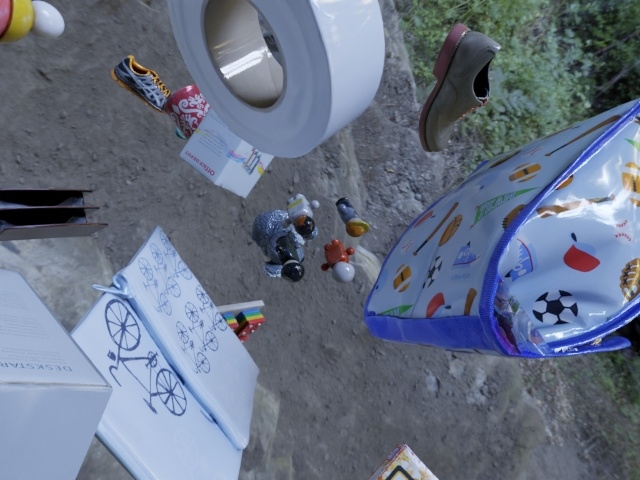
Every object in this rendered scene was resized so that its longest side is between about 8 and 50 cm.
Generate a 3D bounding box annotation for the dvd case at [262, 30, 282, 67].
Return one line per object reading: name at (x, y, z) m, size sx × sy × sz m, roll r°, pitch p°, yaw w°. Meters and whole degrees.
dvd case at (-0.069, -0.460, 1.185) m, size 0.180 × 0.253 × 0.022 m, roll 41°, pitch 85°, yaw -31°

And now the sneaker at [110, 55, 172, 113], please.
sneaker at (-0.491, -0.445, 1.347) m, size 0.215 × 0.084 × 0.083 m, roll 30°, pitch 122°, yaw -30°

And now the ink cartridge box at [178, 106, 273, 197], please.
ink cartridge box at (-0.191, -0.207, 1.021) m, size 0.128 × 0.127 × 0.176 m, roll 38°, pitch 95°, yaw 25°

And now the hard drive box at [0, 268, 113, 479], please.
hard drive box at (-0.283, 0.078, 0.310) m, size 0.181 × 0.232 × 0.089 m, roll 24°, pitch 89°, yaw -48°

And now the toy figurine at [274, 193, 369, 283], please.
toy figurine at (0.000, 0.000, 1.155) m, size 0.213 × 0.148 × 0.209 m, roll 6°, pitch 124°, yaw -19°

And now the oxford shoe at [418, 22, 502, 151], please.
oxford shoe at (0.330, -0.333, 1.126) m, size 0.130 × 0.348 × 0.123 m, roll 31°, pitch 62°, yaw 20°

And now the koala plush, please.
koala plush at (-0.121, 0.016, 1.472) m, size 0.203 × 0.221 × 0.196 m, roll 35°, pitch 105°, yaw -23°

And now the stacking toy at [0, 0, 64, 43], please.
stacking toy at (-1.001, -0.698, 1.385) m, size 0.351 × 0.480 × 0.349 m, roll 3°, pitch 96°, yaw 25°

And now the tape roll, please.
tape roll at (-0.062, -0.250, 0.577) m, size 0.100 × 0.286 × 0.286 m, roll -40°, pitch 107°, yaw -30°

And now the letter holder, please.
letter holder at (-0.878, -0.094, 1.498) m, size 0.302 × 0.215 × 0.151 m, roll -6°, pitch 86°, yaw -48°

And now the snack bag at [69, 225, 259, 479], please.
snack bag at (-0.179, 0.172, 0.604) m, size 0.037 × 0.342 × 0.322 m, roll -24°, pitch 110°, yaw 9°

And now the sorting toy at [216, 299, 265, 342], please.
sorting toy at (-0.359, 0.349, 1.767) m, size 0.255 × 0.257 × 0.089 m, roll -46°, pitch 66°, yaw 25°

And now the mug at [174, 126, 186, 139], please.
mug at (-0.411, -0.401, 1.552) m, size 0.158 × 0.129 × 0.097 m, roll -40°, pitch 127°, yaw 5°

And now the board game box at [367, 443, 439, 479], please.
board game box at (0.080, 0.352, 0.510) m, size 0.193 × 0.045 × 0.147 m, roll -41°, pitch 74°, yaw -17°

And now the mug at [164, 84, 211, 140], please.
mug at (-0.281, -0.290, 1.163) m, size 0.150 × 0.113 × 0.169 m, roll -30°, pitch 82°, yaw -39°

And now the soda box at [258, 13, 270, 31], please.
soda box at (-0.101, -0.645, 1.421) m, size 0.069 × 0.216 × 0.073 m, roll 19°, pitch 91°, yaw 28°

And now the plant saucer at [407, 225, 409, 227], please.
plant saucer at (0.263, -0.004, 1.257) m, size 0.013 × 0.084 × 0.083 m, roll -19°, pitch 106°, yaw -27°

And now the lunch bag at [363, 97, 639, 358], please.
lunch bag at (0.268, 0.023, 0.648) m, size 0.386 × 0.328 × 0.238 m, roll -35°, pitch 93°, yaw -21°
